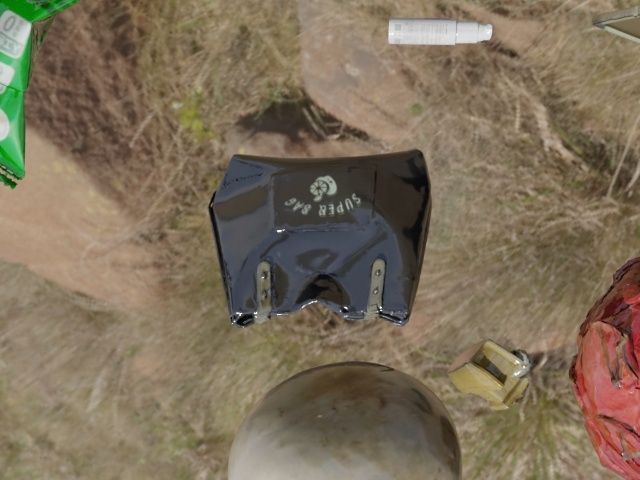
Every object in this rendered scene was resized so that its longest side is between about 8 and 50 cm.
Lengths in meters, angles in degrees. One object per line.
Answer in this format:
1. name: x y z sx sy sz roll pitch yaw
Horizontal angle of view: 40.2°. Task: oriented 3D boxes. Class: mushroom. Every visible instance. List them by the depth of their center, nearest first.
1. mushroom: 0.025 0.220 0.841 0.226 0.226 0.178 14 139 35

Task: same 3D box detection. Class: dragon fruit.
1. dragon fruit: 0.445 0.162 1.058 0.295 0.295 0.302 12 131 37

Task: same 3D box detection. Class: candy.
1. candy: -0.277 -0.161 0.735 0.141 0.078 0.203 38 111 37

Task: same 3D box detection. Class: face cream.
1. face cream: 0.153 -0.267 1.116 0.130 0.034 0.034 2 125 7

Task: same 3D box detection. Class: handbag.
1. handbag: 0.000 0.000 1.277 0.342 0.288 0.152 -2 141 3

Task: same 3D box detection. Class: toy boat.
1. toy boat: 0.301 0.243 1.557 0.121 0.089 0.321 38 168 7

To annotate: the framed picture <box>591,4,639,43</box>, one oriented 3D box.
1. framed picture: 0.533 -0.297 1.296 0.211 0.289 0.020 21 102 0
